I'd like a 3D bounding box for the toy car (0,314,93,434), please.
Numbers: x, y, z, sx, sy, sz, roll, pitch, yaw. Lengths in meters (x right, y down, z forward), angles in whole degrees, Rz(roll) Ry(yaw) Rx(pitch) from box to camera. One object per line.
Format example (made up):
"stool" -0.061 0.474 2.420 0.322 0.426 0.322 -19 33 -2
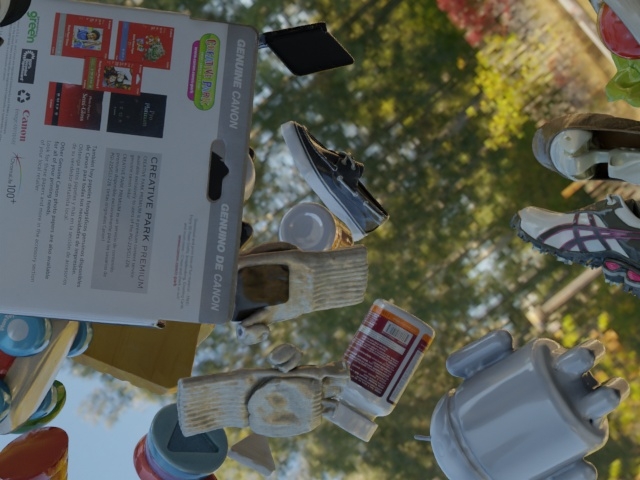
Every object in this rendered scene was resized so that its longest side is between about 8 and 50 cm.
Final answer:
"toy car" -0.484 0.135 1.474 0.238 0.210 0.219 29 178 8

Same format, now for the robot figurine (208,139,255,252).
"robot figurine" -0.210 -0.074 1.627 0.209 0.174 0.278 18 -138 12

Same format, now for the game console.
"game console" -0.037 -0.251 1.406 0.122 0.107 0.071 -21 -83 -45

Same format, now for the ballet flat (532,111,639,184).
"ballet flat" 0.464 -0.130 1.632 0.342 0.124 0.116 12 121 38

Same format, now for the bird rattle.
"bird rattle" 0.353 -0.206 1.129 0.207 0.143 0.253 47 -158 -14

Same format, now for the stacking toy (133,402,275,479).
"stacking toy" -0.129 0.382 1.631 0.279 0.130 0.309 0 -132 -39

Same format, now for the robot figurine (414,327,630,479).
"robot figurine" 0.326 0.295 1.701 0.199 0.353 0.300 -1 -121 -61

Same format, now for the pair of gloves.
"pair of gloves" -0.050 0.117 1.157 0.204 0.240 0.042 2 -158 -22

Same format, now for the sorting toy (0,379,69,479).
"sorting toy" -0.467 0.330 1.746 0.365 0.127 0.126 -126 16 -61

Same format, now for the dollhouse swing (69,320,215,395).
"dollhouse swing" -0.417 0.185 2.060 0.346 0.315 0.305 25 -129 -18

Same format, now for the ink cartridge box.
"ink cartridge box" -0.209 -0.070 1.049 0.271 0.310 0.130 6 173 -5

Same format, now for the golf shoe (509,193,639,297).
"golf shoe" 0.384 -0.012 1.424 0.105 0.120 0.272 7 -166 -43

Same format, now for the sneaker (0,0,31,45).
"sneaker" -0.292 -0.164 0.736 0.330 0.122 0.146 -24 -69 -86

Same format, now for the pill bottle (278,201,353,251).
"pill bottle" 0.000 0.000 1.520 0.086 0.086 0.152 53 -174 19

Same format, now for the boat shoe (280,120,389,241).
"boat shoe" 0.034 -0.128 2.014 0.301 0.102 0.108 53 -166 -29

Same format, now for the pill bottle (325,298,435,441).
"pill bottle" 0.093 0.220 1.768 0.121 0.221 0.121 31 175 3
